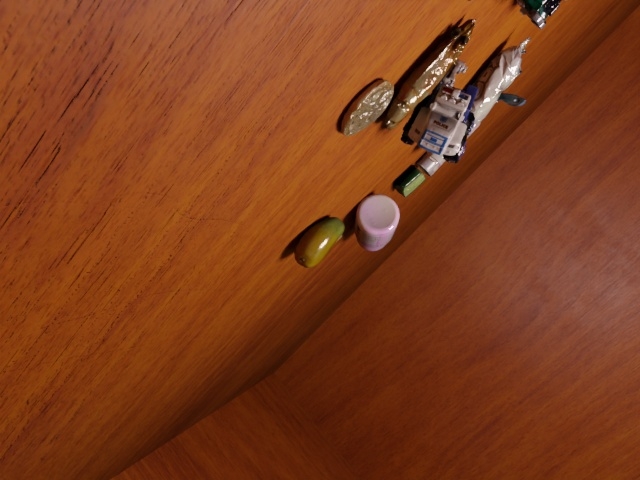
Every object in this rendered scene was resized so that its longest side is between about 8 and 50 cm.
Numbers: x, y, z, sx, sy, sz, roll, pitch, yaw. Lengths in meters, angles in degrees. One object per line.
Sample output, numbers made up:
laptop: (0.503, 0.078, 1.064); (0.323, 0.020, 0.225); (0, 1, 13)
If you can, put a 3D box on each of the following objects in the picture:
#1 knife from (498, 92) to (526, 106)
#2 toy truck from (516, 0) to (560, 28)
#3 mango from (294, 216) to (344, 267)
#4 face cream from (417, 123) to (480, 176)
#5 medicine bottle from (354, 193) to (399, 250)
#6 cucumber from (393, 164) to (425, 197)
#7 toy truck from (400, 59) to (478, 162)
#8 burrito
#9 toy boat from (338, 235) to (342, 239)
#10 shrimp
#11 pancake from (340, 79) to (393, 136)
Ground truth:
knife: (0.567, -0.453, 1.465); (0.044, 0.019, 0.313); (-46, -161, 15)
toy truck: (0.505, -0.575, 1.067); (0.110, 0.116, 0.216); (-50, 173, 30)
mango: (0.000, 0.000, 1.391); (0.194, 0.092, 0.130); (-40, 165, -33)
face cream: (0.478, -0.361, 1.717); (0.269, 0.073, 0.107); (-47, 174, 8)
medicine bottle: (0.197, -0.055, 1.665); (0.152, 0.152, 0.254); (-41, 166, -9)
cucumber: (0.333, -0.227, 1.728); (0.115, 0.062, 0.116); (-45, 159, 1)
toy truck: (0.304, -0.312, 1.115); (0.177, 0.161, 0.213); (106, 10, -58)
burrito: (0.492, -0.435, 1.454); (0.446, 0.101, 0.139); (-53, -175, 30)
toy boat: (0.012, -0.003, 1.511); (0.149, 0.048, 0.047); (-29, 130, -40)
shrimp: (0.246, -0.374, 1.053); (0.294, 0.062, 0.154); (-46, 179, 22)
pancake: (0.099, -0.275, 0.980); (0.151, 0.025, 0.152); (-42, 166, -13)
